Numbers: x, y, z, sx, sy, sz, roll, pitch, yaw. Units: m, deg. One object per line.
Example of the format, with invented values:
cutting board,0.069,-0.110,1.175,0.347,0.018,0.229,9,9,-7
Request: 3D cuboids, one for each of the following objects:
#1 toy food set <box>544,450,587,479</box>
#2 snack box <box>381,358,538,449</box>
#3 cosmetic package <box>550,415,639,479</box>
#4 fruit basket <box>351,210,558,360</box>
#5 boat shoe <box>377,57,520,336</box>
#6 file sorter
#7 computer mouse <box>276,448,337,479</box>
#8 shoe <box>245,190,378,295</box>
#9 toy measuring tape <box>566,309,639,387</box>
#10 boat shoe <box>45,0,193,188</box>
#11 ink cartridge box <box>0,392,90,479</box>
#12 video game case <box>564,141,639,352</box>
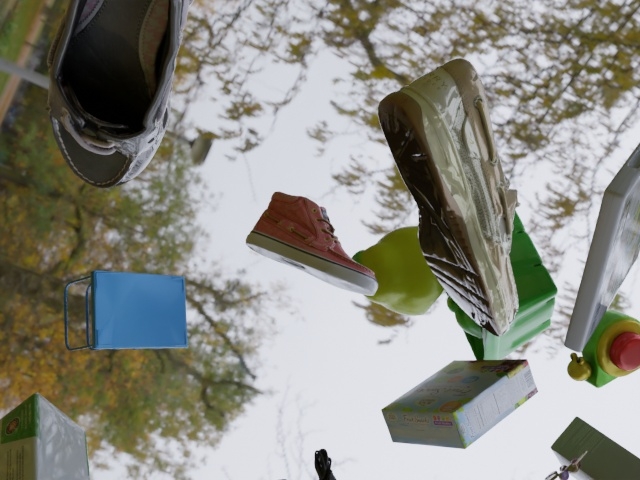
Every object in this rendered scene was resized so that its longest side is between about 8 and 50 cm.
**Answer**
toy food set,0.490,0.467,1.597,0.078,0.019,0.122,-26,161,-42
snack box,0.237,0.273,1.354,0.174,0.207,0.070,-13,-80,52
cosmetic package,0.616,0.491,1.667,0.107,0.127,0.238,-46,-138,-12
fruit basket,0.239,0.068,1.583,0.283,0.391,0.392,74,22,-57
boat shoe,0.152,-0.032,0.782,0.098,0.302,0.109,-34,-148,-14
file sorter,-0.316,0.120,1.285,0.104,0.170,0.118,-15,-105,41
computer mouse,-0.063,0.381,1.141,0.192,0.042,0.106,-22,-132,-1
shoe,0.000,0.000,0.957,0.081,0.177,0.063,-63,157,-12
toy measuring tape,0.586,0.158,1.451,0.330,0.121,0.121,-26,-161,-12
boat shoe,-0.168,-0.148,0.636,0.335,0.112,0.096,-57,-172,43
ink cartridge box,-0.349,0.287,0.833,0.208,0.087,0.153,-37,-146,2
video game case,0.504,-0.019,1.324,0.300,0.036,0.329,-42,144,-39
